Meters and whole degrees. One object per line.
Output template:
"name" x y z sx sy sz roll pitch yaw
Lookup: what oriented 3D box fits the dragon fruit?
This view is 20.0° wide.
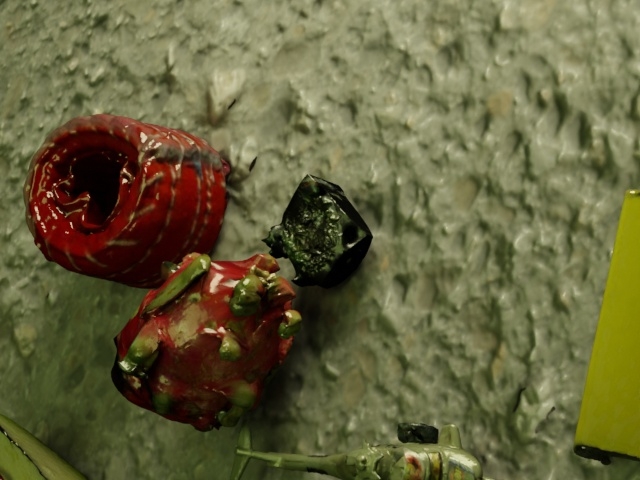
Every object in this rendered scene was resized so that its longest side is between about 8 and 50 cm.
"dragon fruit" -0.101 0.084 1.662 0.160 0.166 0.172 42 116 18

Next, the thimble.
"thimble" -0.196 -0.038 1.809 0.189 0.125 0.163 -3 78 38

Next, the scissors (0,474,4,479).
"scissors" -0.378 0.271 1.887 0.247 0.017 0.144 22 119 52

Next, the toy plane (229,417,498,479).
"toy plane" 0.032 0.197 1.575 0.286 0.108 0.092 -2 77 52

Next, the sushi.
"sushi" 0.000 0.000 1.686 0.085 0.056 0.083 -51 59 15

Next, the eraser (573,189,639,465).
"eraser" 0.294 0.073 1.412 0.158 0.069 0.226 7 82 43

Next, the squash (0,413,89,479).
"squash" -0.274 0.274 1.826 0.192 0.085 0.184 40 132 42
